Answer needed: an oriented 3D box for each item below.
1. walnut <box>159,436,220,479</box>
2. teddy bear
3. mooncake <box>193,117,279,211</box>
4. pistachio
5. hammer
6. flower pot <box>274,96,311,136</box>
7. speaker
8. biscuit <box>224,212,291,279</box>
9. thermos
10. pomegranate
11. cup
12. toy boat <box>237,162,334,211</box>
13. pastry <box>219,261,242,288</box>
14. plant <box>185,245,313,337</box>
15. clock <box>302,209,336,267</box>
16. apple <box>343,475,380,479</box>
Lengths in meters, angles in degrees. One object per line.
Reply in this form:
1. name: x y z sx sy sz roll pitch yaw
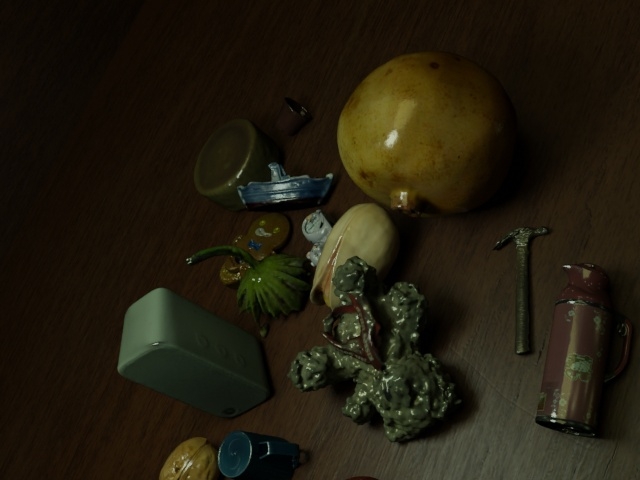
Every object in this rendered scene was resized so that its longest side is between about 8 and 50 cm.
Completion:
1. walnut: -0.337 0.606 1.695 0.180 0.144 0.144 -51 44 -8
2. teddy bear: 0.143 0.265 1.450 0.367 0.224 0.357 39 106 43
3. mooncake: -0.267 -0.239 2.114 0.284 0.155 0.284 -19 57 32
4. pistachio: 0.083 0.045 1.635 0.187 0.187 0.299 26 88 45
5. hammer: 0.438 0.105 1.421 0.125 0.027 0.297 -12 59 34
6. flower pot: -0.097 -0.393 2.107 0.089 0.111 0.111 -49 44 22
7. speaker: -0.317 0.293 1.673 0.183 0.406 0.184 -32 45 21
8. biscuit: -0.182 0.013 1.942 0.180 0.039 0.236 23 67 34
9. thermos: 0.507 0.199 1.248 0.136 0.109 0.330 0 66 40
10. pomegranate: 0.243 -0.226 1.519 0.417 0.417 0.416 -20 54 30
11. cup: -0.141 0.519 1.566 0.176 0.155 0.131 -28 51 26
12. toy boat: -0.106 -0.163 1.938 0.309 0.129 0.142 -5 80 18
13. pastry: -0.258 0.097 1.980 0.109 0.057 0.097 33 87 44
14. plant: -0.156 0.098 1.720 0.251 0.333 0.180 -38 61 -1
15. clock: 0.000 0.000 1.807 0.117 0.080 0.176 -43 48 13
16. apple: 0.085 0.591 1.342 0.201 0.162 0.201 -13 57 20
